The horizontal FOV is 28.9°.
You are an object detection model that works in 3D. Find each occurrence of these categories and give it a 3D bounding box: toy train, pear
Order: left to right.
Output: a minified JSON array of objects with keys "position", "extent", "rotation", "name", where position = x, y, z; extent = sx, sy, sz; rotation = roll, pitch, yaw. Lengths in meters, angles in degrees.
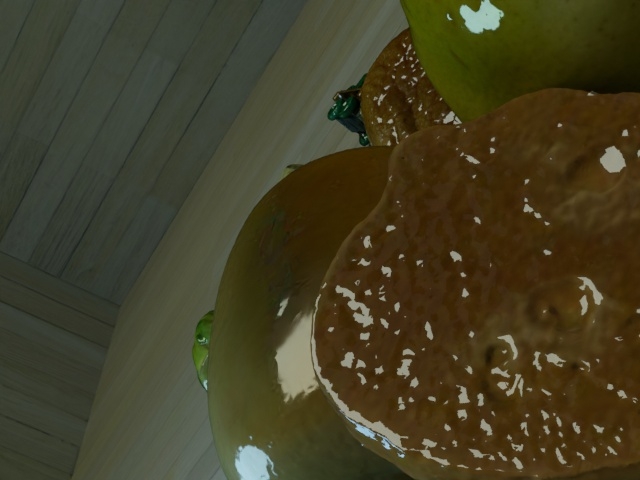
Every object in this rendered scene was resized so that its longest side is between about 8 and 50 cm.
[{"position":[0.092,-0.242,2.141],"extent":[0.136,0.091,0.227],"rotation":[-54,13,-3],"name":"toy train"},{"position":[0.238,-0.290,1.167],"extent":[0.362,0.362,0.418],"rotation":[-82,10,-50],"name":"pear"}]

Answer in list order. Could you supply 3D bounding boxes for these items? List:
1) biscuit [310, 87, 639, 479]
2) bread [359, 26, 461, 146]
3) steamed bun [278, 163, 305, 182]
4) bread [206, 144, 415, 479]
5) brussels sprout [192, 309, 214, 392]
[{"position":[0.183,0.038,1.006],"extent":[0.385,0.062,0.365],"rotation":[7,63,31],"name":"biscuit"},{"position":[0.161,-0.161,1.543],"extent":[0.227,0.142,0.253],"rotation":[-34,39,22],"name":"bread"},{"position":[0.000,0.000,1.906],"extent":[0.273,0.166,0.232],"rotation":[-151,75,-81],"name":"steamed bun"},{"position":[0.039,0.094,1.249],"extent":[0.348,0.253,0.376],"rotation":[-31,35,31],"name":"bread"},{"position":[-0.103,0.184,1.864],"extent":[0.161,0.223,0.223],"rotation":[-48,15,-2],"name":"brussels sprout"}]
